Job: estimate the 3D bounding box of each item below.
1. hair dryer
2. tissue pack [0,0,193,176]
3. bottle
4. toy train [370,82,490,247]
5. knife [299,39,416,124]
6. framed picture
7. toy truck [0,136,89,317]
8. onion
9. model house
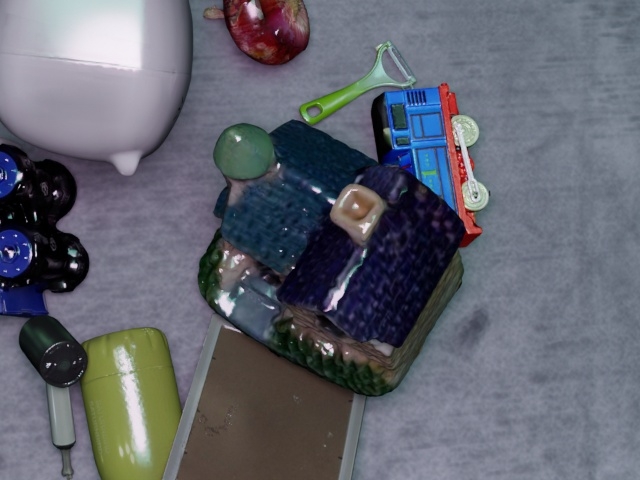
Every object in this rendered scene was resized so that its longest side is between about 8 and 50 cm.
[{"bbox_3d":[-0.309,0.192,1.455,0.057,0.100,0.198,-10,110,-26],"label":"hair dryer"},{"bbox_3d":[-0.263,-0.204,1.429,0.229,0.333,0.236,6,96,-7],"label":"tissue pack"},{"bbox_3d":[-0.211,0.238,1.453,0.112,0.112,0.260,-10,80,-11],"label":"bottle"},{"bbox_3d":[0.141,-0.094,1.598,0.131,0.083,0.204,-6,77,-11],"label":"toy train"},{"bbox_3d":[0.045,-0.196,1.634,0.166,0.022,0.078,-31,78,-16],"label":"knife"},{"bbox_3d":[-0.058,0.222,1.467,0.216,0.016,0.273,20,46,-5],"label":"framed picture"},{"bbox_3d":[-0.386,-0.008,1.473,0.177,0.161,0.213,-14,81,12],"label":"toy truck"},{"bbox_3d":[-0.092,-0.292,1.599,0.140,0.150,0.150,-11,77,29],"label":"onion"},{"bbox_3d":[0.002,-0.002,1.427,0.298,0.284,0.243,29,74,13],"label":"model house"}]
